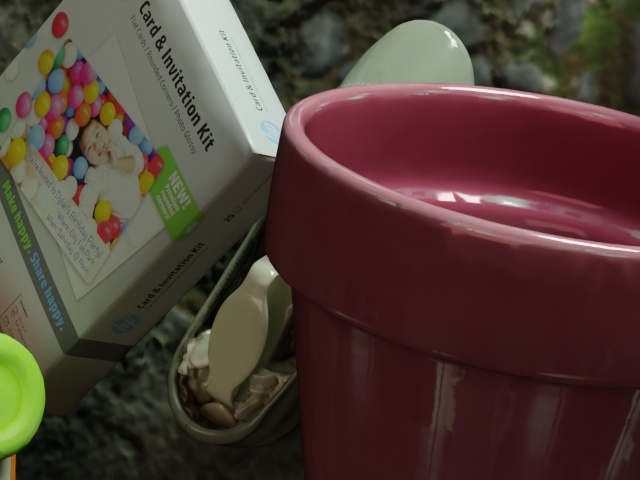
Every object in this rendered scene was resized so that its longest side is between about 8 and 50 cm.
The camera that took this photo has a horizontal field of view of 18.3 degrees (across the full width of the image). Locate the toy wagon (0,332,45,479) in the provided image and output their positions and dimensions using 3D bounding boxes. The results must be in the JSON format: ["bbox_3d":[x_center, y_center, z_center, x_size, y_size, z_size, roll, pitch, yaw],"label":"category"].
[{"bbox_3d":[-0.218,0.096,0.929,0.267,0.068,0.344,-8,79,48],"label":"toy wagon"}]

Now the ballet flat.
[{"bbox_3d":[0.000,0.000,0.870,0.072,0.068,0.213,33,101,23],"label":"ballet flat"}]

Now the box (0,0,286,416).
[{"bbox_3d":[-0.099,-0.032,0.898,0.186,0.038,0.145,-43,56,28],"label":"box"}]

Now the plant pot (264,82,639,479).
[{"bbox_3d":[0.072,0.051,0.777,0.201,0.201,0.180,18,111,25],"label":"plant pot"}]
